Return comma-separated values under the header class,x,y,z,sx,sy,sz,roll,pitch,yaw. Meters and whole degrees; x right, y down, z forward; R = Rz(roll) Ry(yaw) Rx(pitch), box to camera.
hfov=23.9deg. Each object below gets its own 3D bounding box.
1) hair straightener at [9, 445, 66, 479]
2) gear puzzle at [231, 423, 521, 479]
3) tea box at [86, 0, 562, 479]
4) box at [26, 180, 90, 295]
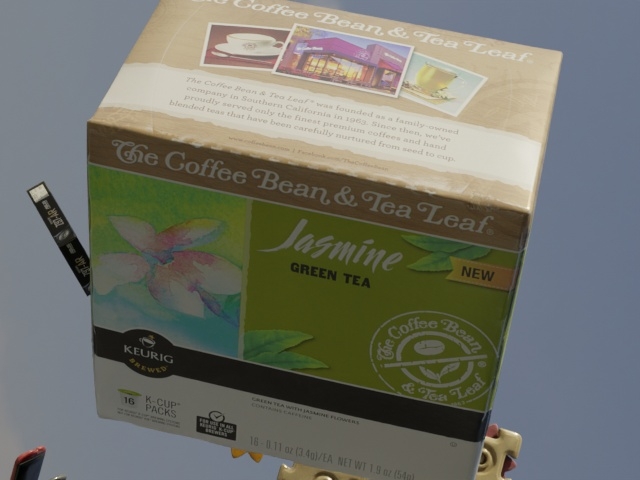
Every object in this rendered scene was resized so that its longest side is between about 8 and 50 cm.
class,x,y,z,sx,sy,sz,roll,pitch,yaw
hair straightener,-0.323,0.329,1.672,0.089,0.047,0.230,46,-50,22
gear puzzle,0.042,0.249,1.674,0.044,0.338,0.176,117,-10,-78
tea box,0.000,0.000,1.231,0.220,0.329,0.324,-70,169,-49
box,-0.215,-0.002,1.279,0.083,0.018,0.067,53,-11,42
